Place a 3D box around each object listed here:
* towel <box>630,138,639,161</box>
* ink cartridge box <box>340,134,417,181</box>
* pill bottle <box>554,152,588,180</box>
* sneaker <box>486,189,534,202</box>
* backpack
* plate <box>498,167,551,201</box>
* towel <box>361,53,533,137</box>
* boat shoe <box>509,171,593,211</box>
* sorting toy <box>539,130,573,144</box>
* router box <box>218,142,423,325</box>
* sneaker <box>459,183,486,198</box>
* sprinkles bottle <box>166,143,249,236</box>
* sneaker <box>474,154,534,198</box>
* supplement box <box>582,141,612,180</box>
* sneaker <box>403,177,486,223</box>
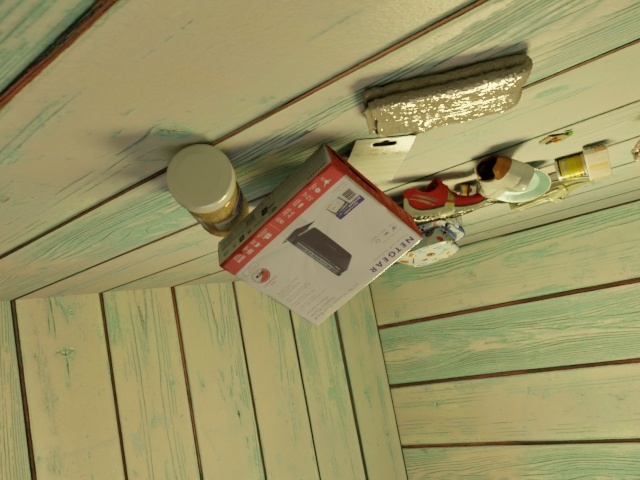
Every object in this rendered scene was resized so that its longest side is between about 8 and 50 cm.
[{"bbox_3d":[0.925,-0.294,1.488,0.331,0.053,0.317,-12,161,5],"label":"towel"},{"bbox_3d":[0.114,-0.189,1.435,0.145,0.045,0.179,-8,153,-17],"label":"ink cartridge box"},{"bbox_3d":[0.750,-0.218,1.900,0.116,0.065,0.065,-16,171,27],"label":"pill bottle"},{"bbox_3d":[0.597,-0.155,2.070,0.118,0.083,0.222,-6,172,-28],"label":"sneaker"},{"bbox_3d":[0.335,-0.036,2.063,0.276,0.213,0.263,-16,167,32],"label":"backpack"},{"bbox_3d":[0.597,-0.175,1.963,0.188,0.024,0.188,4,151,2],"label":"plate"},{"bbox_3d":[0.213,-0.240,1.116,0.282,0.049,0.187,-12,172,8],"label":"towel"},{"bbox_3d":[0.769,-0.169,2.157,0.302,0.094,0.109,-14,171,26],"label":"boat shoe"},{"bbox_3d":[0.593,-0.255,1.622,0.062,0.012,0.083,-9,172,-12],"label":"sorting toy"},{"bbox_3d":[0.000,0.000,1.412,0.335,0.082,0.301,-42,124,19],"label":"router box"},{"bbox_3d":[0.486,-0.133,2.072,0.084,0.070,0.185,7,177,14],"label":"sneaker"},{"bbox_3d":[-0.219,-0.091,1.324,0.121,0.121,0.355,-10,172,-3],"label":"sprinkles bottle"},{"bbox_3d":[0.463,-0.185,1.755,0.123,0.106,0.290,24,175,-5],"label":"sneaker"},{"bbox_3d":[0.776,-0.222,1.822,0.062,0.036,0.098,-14,129,21],"label":"supplement box"},{"bbox_3d":[0.358,-0.123,1.854,0.279,0.118,0.107,-8,173,-29],"label":"sneaker"}]
